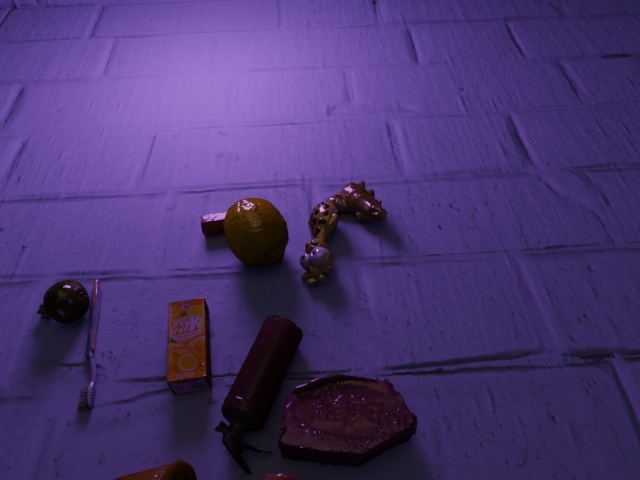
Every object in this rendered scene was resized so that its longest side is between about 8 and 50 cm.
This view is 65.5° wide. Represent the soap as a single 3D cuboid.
[{"bbox_3d":[0.065,0.392,1.083,0.289,0.112,0.182,6,54,5],"label":"soap"}]

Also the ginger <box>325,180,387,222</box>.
[{"bbox_3d":[0.123,-0.118,1.519,0.205,0.081,0.115,22,41,26],"label":"ginger"}]

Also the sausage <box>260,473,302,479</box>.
[{"bbox_3d":[-0.089,0.581,0.930,0.113,0.114,0.259,7,50,7],"label":"sausage"}]

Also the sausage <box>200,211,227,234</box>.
[{"bbox_3d":[-0.268,-0.055,1.484,0.169,0.065,0.065,-7,51,-4],"label":"sausage"}]

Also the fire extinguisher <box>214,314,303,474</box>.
[{"bbox_3d":[-0.130,0.347,1.136,0.147,0.106,0.337,30,54,-7],"label":"fire extinguisher"}]

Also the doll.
[{"bbox_3d":[-0.001,-0.001,1.423,0.117,0.086,0.291,-23,42,36],"label":"doll"}]

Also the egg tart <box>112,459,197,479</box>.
[{"bbox_3d":[-0.330,0.523,0.934,0.147,0.203,0.203,-6,50,8],"label":"egg tart"}]

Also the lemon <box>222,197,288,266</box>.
[{"bbox_3d":[-0.178,-0.025,1.380,0.180,0.180,0.193,-5,90,-3],"label":"lemon"}]

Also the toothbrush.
[{"bbox_3d":[-0.580,0.249,1.265,0.037,0.028,0.375,-14,52,-1],"label":"toothbrush"}]

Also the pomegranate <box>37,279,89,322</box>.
[{"bbox_3d":[-0.674,0.165,1.293,0.142,0.114,0.115,-24,49,14],"label":"pomegranate"}]

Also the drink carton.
[{"bbox_3d":[-0.323,0.255,1.227,0.096,0.071,0.223,-9,50,-6],"label":"drink carton"}]
